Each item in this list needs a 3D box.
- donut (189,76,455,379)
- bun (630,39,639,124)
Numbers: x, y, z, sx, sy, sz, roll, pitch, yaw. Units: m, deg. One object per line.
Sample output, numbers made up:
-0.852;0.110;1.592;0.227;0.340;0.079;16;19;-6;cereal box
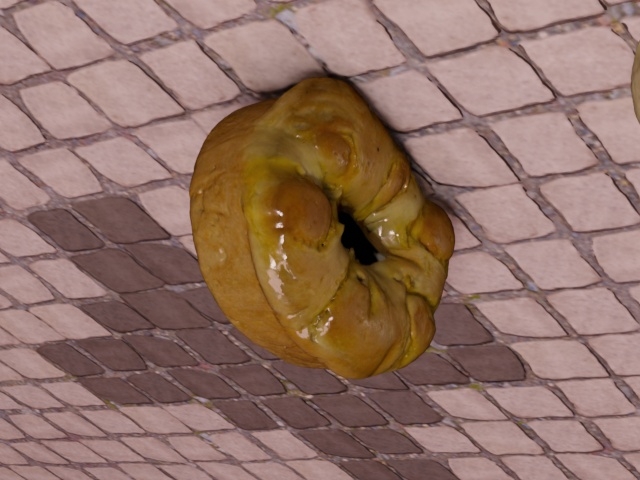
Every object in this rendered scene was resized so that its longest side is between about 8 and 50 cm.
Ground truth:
0.000;0.000;1.185;0.128;0.208;0.261;-5;139;36;donut
0.276;-0.127;0.821;0.222;0.222;0.127;2;126;26;bun
